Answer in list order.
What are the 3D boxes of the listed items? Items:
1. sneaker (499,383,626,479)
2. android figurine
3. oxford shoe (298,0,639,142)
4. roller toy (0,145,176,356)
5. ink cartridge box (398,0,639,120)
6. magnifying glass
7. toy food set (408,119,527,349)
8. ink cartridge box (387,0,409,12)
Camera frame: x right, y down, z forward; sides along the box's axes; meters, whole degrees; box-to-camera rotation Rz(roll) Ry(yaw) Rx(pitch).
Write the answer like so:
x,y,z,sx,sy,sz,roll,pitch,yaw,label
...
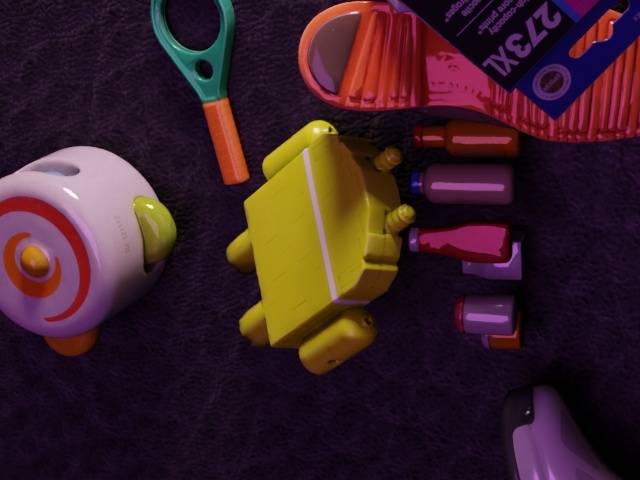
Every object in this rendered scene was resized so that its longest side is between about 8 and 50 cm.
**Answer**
x,y,z,sx,sy,sz,roll,pitch,yaw,label
0.370,0.302,1.575,0.257,0.169,0.447,-28,94,18,sneaker
0.000,0.000,1.604,0.273,0.056,0.248,-38,55,45,android figurine
0.167,-0.166,1.502,0.364,0.133,0.130,9,95,5,oxford shoe
-0.280,0.005,1.769,0.191,0.146,0.209,42,123,8,roller toy
0.139,-0.248,1.306,0.371,0.069,0.176,35,108,-30,ink cartridge box
-0.117,-0.171,1.693,0.092,0.026,0.231,-7,104,29,magnifying glass
0.140,0.001,1.563,0.105,0.111,0.232,2,108,15,toy food set
0.099,-0.293,1.412,0.127,0.176,0.128,-8,123,-15,ink cartridge box
